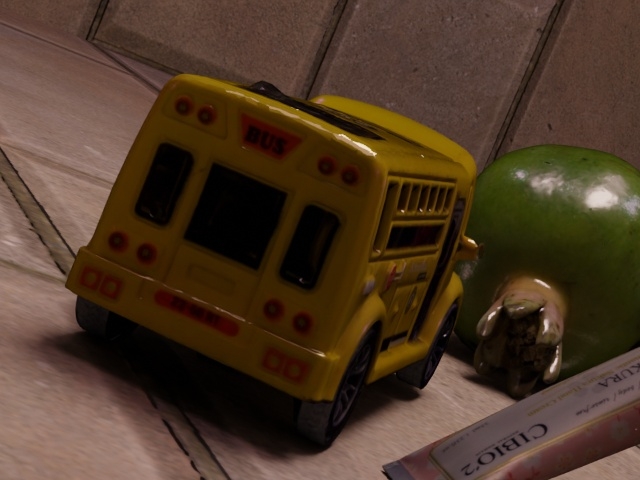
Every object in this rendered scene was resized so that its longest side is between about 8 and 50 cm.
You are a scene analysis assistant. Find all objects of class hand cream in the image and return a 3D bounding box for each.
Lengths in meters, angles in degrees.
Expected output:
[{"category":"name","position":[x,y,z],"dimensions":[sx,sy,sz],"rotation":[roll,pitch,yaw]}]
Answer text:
[{"category":"hand cream","position":[0.133,0.076,0.743],"dimensions":[0.209,0.043,0.067],"rotation":[-21,20,-10]}]

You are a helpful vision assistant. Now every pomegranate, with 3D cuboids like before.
[{"category":"pomegranate","position":[0.165,0.031,1.184],"dimensions":[0.187,0.187,0.225],"rotation":[24,30,9]}]

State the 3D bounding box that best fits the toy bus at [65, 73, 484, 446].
[{"category":"toy bus","position":[0.000,0.000,0.861],"dimensions":[0.145,0.151,0.331],"rotation":[22,7,13]}]
